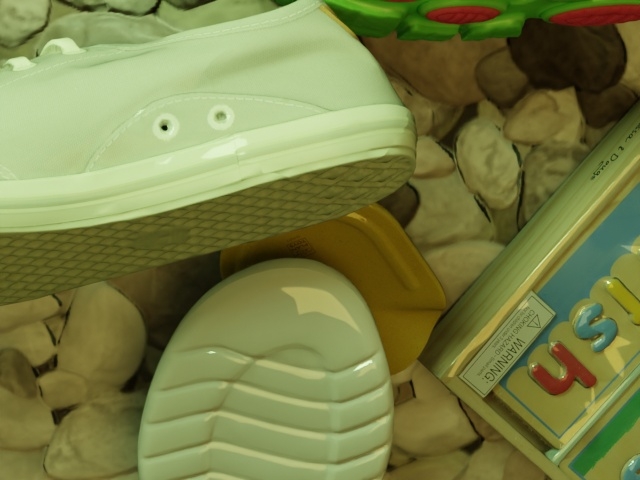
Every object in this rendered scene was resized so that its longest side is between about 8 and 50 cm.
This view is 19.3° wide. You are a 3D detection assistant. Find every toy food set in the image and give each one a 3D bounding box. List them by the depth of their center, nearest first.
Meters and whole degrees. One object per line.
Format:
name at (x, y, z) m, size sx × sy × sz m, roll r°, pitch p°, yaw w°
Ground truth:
toy food set at (0.000, 0.000, 1.268) m, size 0.128 × 0.071 × 0.218 m, roll -22°, pitch 128°, yaw 17°

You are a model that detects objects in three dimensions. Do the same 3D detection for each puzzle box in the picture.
puzzle box at (0.295, 0.020, 1.413) m, size 0.409 × 0.052 × 0.272 m, roll -48°, pitch 120°, yaw 1°

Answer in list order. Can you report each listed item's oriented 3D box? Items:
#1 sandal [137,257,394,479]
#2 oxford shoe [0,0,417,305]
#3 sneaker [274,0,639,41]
sandal at (-0.042, 0.184, 1.319) m, size 0.169 × 0.102 × 0.416 m, roll 0°, pitch 119°, yaw -5°
oxford shoe at (-0.168, -0.045, 1.095) m, size 0.449 × 0.169 × 0.130 m, roll -14°, pitch 75°, yaw -10°
sneaker at (0.130, -0.241, 1.186) m, size 0.482 × 0.185 × 0.202 m, roll -4°, pitch 78°, yaw -31°
